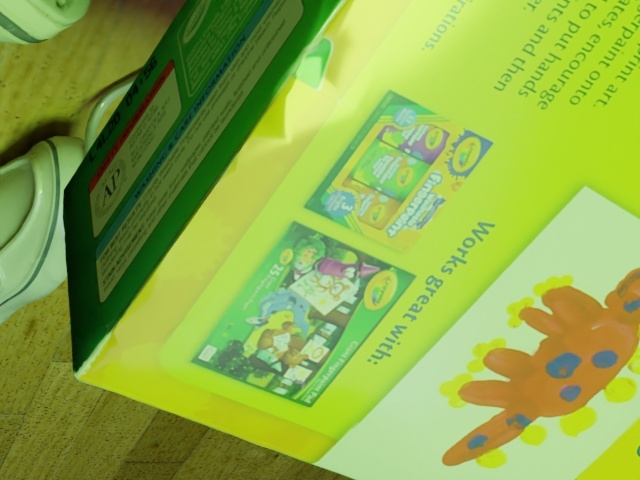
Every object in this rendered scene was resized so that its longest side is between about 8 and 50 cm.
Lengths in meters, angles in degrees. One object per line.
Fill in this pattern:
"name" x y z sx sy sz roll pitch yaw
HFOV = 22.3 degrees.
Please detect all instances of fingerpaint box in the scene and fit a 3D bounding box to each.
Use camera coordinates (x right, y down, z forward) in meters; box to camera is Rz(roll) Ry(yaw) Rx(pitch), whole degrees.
"fingerpaint box" 0.148 -0.077 0.762 0.371 0.163 0.445 23 119 -26

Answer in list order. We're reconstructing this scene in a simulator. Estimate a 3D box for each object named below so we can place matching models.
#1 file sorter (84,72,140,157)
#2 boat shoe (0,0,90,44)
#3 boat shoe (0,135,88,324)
"file sorter" 0.000 0.000 1.079 0.173 0.192 0.278 -22 150 31
"boat shoe" -0.256 -0.232 0.581 0.156 0.186 0.500 -15 147 26
"boat shoe" -0.238 0.005 1.132 0.084 0.095 0.258 5 150 -32
